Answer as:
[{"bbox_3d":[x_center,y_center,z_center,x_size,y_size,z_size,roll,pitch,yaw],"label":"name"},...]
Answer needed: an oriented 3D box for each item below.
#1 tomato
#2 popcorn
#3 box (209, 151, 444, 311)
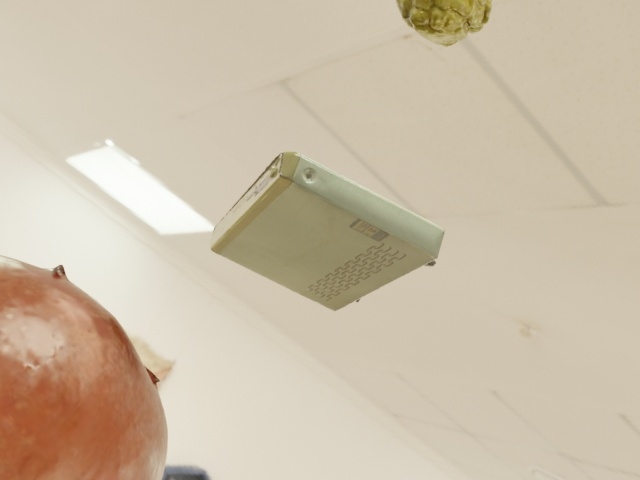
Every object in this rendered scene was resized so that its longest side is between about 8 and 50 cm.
[{"bbox_3d":[-0.246,0.144,0.543,0.265,0.265,0.265,27,-20,11],"label":"tomato"},{"bbox_3d":[0.136,-0.266,0.844,0.106,0.116,0.120,28,-8,-19],"label":"popcorn"},{"bbox_3d":[0.000,0.000,0.907,0.210,0.045,0.270,26,-25,-12],"label":"box"}]
